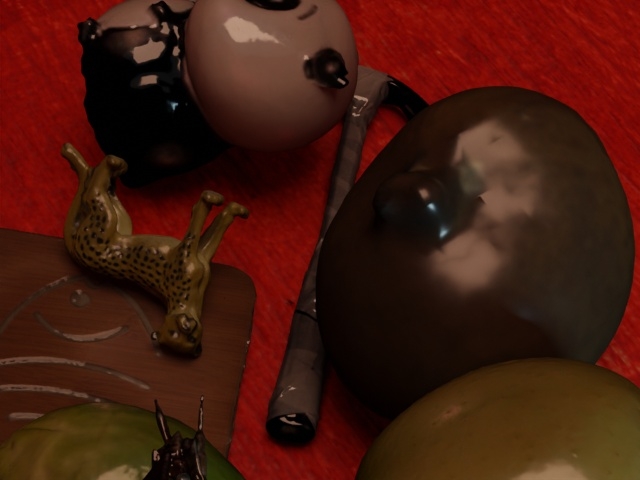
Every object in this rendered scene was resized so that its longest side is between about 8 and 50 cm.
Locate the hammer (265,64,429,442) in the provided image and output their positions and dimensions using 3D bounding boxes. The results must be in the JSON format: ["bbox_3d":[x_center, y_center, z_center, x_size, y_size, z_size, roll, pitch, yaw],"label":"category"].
[{"bbox_3d":[0.000,-0.001,1.661,0.152,0.044,0.427,14,52,2],"label":"hammer"}]

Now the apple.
[{"bbox_3d":[0.150,0.216,1.356,0.279,0.279,0.279,4,51,-5],"label":"apple"}]

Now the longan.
[{"bbox_3d":[0.122,0.016,1.516,0.243,0.300,0.300,9,45,33],"label":"longan"}]

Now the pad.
[{"bbox_3d":[-0.208,0.111,1.551,0.287,0.018,0.284,10,51,-1],"label":"pad"}]

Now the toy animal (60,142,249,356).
[{"bbox_3d":[-0.160,0.005,1.585,0.181,0.073,0.136,22,87,11],"label":"toy animal"}]

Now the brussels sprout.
[{"bbox_3d":[-0.151,0.222,1.346,0.244,0.244,0.244,4,51,-5],"label":"brussels sprout"}]

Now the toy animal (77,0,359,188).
[{"bbox_3d":[-0.082,-0.151,1.651,0.235,0.165,0.187,-13,9,17],"label":"toy animal"}]

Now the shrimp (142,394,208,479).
[{"bbox_3d":[-0.072,0.295,1.128,0.221,0.166,0.410,-21,45,32],"label":"shrimp"}]
